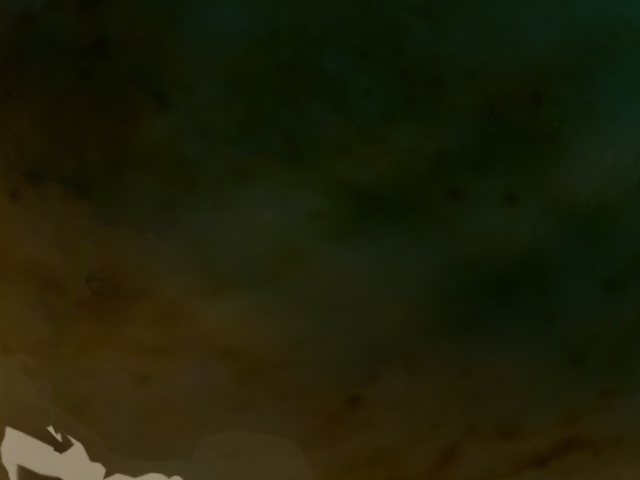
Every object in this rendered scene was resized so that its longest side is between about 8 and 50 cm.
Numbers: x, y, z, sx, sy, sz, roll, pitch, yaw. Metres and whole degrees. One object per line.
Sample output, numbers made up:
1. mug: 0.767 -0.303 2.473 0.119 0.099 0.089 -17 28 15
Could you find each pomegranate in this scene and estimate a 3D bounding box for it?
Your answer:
1. pomegranate: 0.005 -0.011 0.587 0.410 0.410 0.410 25 171 4
